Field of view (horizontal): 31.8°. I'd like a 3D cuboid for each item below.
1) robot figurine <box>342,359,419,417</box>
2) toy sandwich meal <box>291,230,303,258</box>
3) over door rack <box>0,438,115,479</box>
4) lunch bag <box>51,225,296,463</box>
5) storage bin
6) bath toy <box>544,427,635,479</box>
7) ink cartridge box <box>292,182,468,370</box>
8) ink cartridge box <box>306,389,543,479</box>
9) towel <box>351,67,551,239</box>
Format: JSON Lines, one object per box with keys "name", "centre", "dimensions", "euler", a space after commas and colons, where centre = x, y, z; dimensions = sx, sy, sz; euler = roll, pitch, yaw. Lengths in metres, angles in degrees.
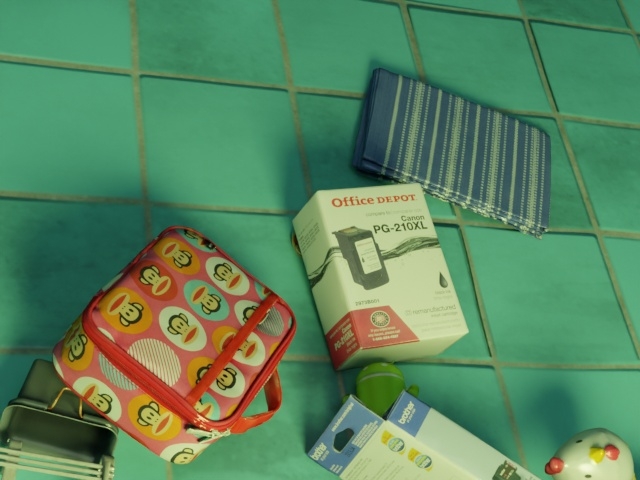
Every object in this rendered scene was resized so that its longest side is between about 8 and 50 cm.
{"name": "robot figurine", "centre": [0.082, 0.212, 1.490], "dimensions": [0.101, 0.067, 0.115], "euler": [-9, 55, 8]}
{"name": "toy sandwich meal", "centre": [0.000, 0.000, 1.640], "dimensions": [0.086, 0.029, 0.085], "euler": [11, 52, -14]}
{"name": "over door rack", "centre": [-0.348, 0.342, 1.177], "dimensions": [0.240, 0.108, 0.324], "euler": [12, 31, -14]}
{"name": "lunch bag", "centre": [-0.157, 0.135, 1.379], "dimensions": [0.258, 0.120, 0.293], "euler": [40, 32, -2]}
{"name": "storage bin", "centre": [-0.302, 0.196, 1.337], "dimensions": [0.135, 0.098, 0.091], "euler": [16, 41, -11]}
{"name": "bath toy", "centre": [0.367, 0.385, 1.355], "dimensions": [0.129, 0.151, 0.348], "euler": [12, 50, -37]}
{"name": "ink cartridge box", "centre": [0.080, 0.046, 1.571], "dimensions": [0.172, 0.100, 0.237], "euler": [-6, 67, -26]}
{"name": "ink cartridge box", "centre": [0.148, 0.296, 1.378], "dimensions": [0.311, 0.186, 0.065], "euler": [31, 53, 2]}
{"name": "towel", "centre": [0.222, -0.146, 1.841], "dimensions": [0.336, 0.040, 0.243], "euler": [20, 49, -10]}
